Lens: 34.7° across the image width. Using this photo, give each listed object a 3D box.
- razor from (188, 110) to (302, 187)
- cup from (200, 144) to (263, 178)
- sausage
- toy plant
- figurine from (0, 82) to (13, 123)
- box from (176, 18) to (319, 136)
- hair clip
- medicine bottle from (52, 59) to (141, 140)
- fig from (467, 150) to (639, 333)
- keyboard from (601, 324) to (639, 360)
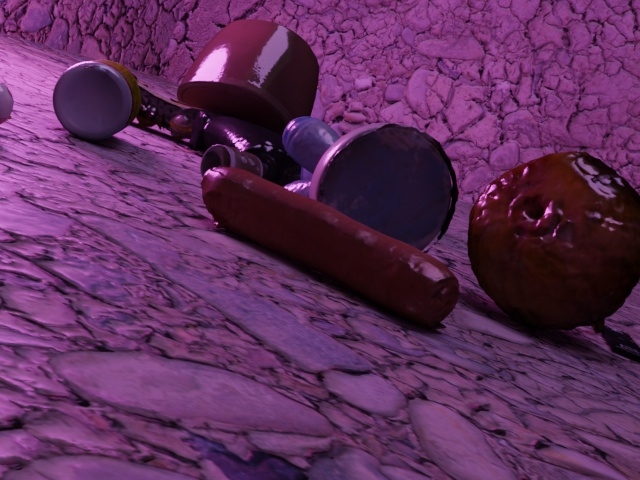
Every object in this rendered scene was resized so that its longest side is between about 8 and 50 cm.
[{"bbox_3d":[-0.144,-0.185,2.113,0.189,0.107,0.327,16,9,-31],"label":"razor"},{"bbox_3d":[-0.146,-0.124,1.834,0.102,0.074,0.099,26,10,33],"label":"cup"},{"bbox_3d":[0.000,0.000,1.368,0.419,0.094,0.094,25,-5,30],"label":"sausage"},{"bbox_3d":[0.047,-0.094,1.660,0.247,0.247,0.332,16,6,-24],"label":"toy plant"},{"bbox_3d":[-0.520,-0.211,1.500,0.129,0.109,0.178,-1,-10,38],"label":"figurine"},{"bbox_3d":[-0.148,-0.351,2.327,0.301,0.216,0.301,21,-23,9],"label":"box"},{"bbox_3d":[-0.355,-0.282,2.284,0.321,0.091,0.138,23,-26,-1],"label":"hair clip"},{"bbox_3d":[-0.402,-0.260,1.871,0.139,0.139,0.225,19,9,-7],"label":"medicine bottle"},{"bbox_3d":[0.393,0.044,1.649,0.286,0.286,0.369,27,-18,36],"label":"fig"},{"bbox_3d":[0.506,0.171,1.723,0.061,0.013,0.204,22,8,5],"label":"keyboard"}]
